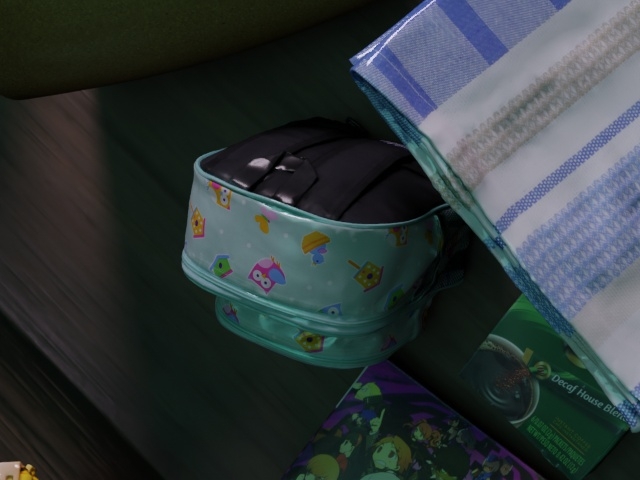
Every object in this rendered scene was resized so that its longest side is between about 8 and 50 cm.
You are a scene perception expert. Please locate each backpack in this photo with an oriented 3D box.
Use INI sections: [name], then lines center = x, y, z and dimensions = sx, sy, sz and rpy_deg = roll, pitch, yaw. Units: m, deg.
[backpack]
center = 0.000, 0.000, 0.925
dimensions = 0.166, 0.188, 0.144
rpy_deg = 23, 105, 22

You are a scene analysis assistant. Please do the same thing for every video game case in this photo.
[video game case]
center = 0.067, 0.226, 0.957
dimensions = 0.232, 0.042, 0.210
rpy_deg = 37, 86, 19

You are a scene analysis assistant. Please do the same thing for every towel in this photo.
[towel]
center = 0.178, -0.057, 0.838
dimensions = 0.209, 0.034, 0.285
rpy_deg = -39, 89, -7

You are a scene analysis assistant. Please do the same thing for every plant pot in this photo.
[plant pot]
center = -0.090, -0.212, 0.944
dimensions = 0.254, 0.237, 0.237
rpy_deg = 1, 96, 12

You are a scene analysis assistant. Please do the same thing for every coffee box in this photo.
[coffee box]
center = 0.186, 0.054, 0.920
dimensions = 0.113, 0.040, 0.184
rpy_deg = 44, 112, 17

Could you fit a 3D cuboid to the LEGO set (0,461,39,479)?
[LEGO set]
center = -0.185, 0.265, 1.079
dimensions = 0.107, 0.132, 0.287
rpy_deg = 22, 127, 17
